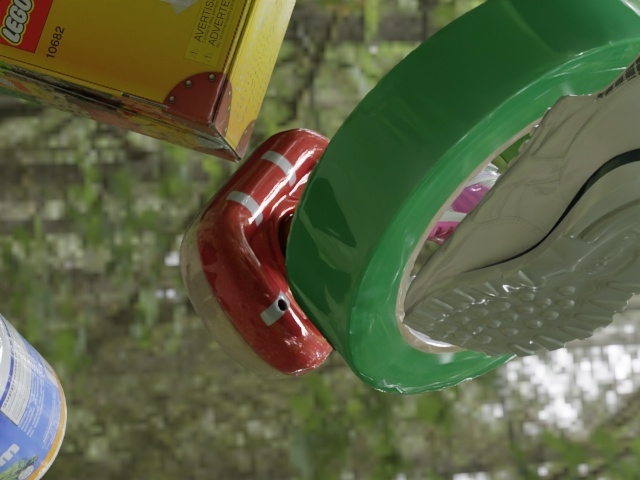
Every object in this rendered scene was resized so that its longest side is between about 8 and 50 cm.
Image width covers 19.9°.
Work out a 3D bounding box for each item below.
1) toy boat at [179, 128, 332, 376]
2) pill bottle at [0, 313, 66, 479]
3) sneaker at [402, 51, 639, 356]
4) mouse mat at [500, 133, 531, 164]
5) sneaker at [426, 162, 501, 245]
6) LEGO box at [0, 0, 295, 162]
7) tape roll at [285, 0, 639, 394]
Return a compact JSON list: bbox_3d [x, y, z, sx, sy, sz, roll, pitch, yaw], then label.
[{"bbox_3d":[0.000,0.000,1.416,0.151,0.231,0.151,-24,-70,39],"label":"toy boat"},{"bbox_3d":[-0.311,0.114,1.472,0.272,0.152,0.152,67,12,-68],"label":"pill bottle"},{"bbox_3d":[0.123,-0.014,0.941,0.235,0.090,0.095,-37,-135,48],"label":"sneaker"},{"bbox_3d":[0.221,-0.099,1.992,0.153,0.007,0.190,51,-6,17],"label":"mouse mat"},{"bbox_3d":[0.111,-0.052,1.643,0.103,0.252,0.111,-11,-97,58],"label":"sneaker"},{"bbox_3d":[-0.201,-0.388,2.105,0.193,0.372,0.500,50,58,-78],"label":"LEGO box"},{"bbox_3d":[0.127,-0.033,1.267,0.077,0.321,0.321,48,-40,31],"label":"tape roll"}]
